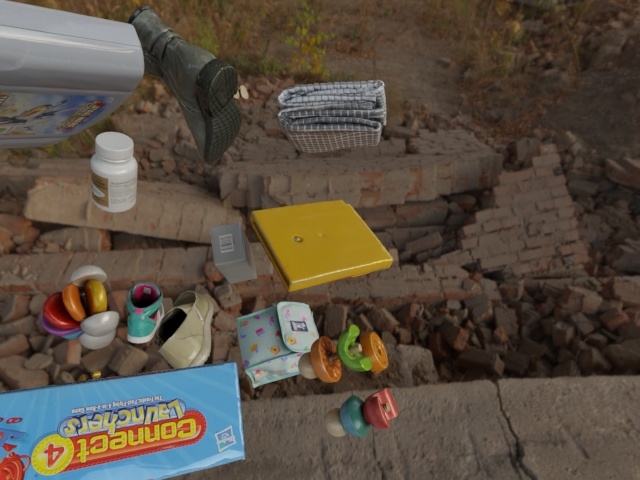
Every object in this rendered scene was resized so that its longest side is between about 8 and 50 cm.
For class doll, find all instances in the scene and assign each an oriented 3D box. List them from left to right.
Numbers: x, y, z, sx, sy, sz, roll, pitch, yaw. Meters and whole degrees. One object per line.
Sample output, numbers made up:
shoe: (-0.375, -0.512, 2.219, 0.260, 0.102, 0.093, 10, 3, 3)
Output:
doll: (-0.307, -0.404, 1.219, 0.188, 0.046, 0.129, -14, 6, 36)

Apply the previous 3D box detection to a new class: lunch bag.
lunch bag: (-0.134, 0.337, 1.392, 0.262, 0.160, 0.223, -18, 43, -4)

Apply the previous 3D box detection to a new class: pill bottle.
pill bottle: (-0.643, -0.212, 1.287, 0.131, 0.229, 0.131, 14, 40, -12)

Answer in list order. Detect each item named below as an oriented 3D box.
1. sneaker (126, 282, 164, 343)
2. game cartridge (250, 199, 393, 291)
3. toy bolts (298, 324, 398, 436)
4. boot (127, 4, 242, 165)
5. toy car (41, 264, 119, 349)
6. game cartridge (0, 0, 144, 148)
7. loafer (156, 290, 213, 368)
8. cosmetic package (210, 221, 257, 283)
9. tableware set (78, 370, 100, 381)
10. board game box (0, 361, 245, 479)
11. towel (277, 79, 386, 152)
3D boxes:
sneaker: (-0.647, 0.232, 1.535, 0.123, 0.179, 0.295, 7, 16, -15)
game cartridge: (0.000, 0.000, 1.166, 0.323, 0.053, 0.285, -9, 47, -29)
toy bolts: (0.066, 0.329, 0.953, 0.158, 0.218, 0.229, -26, 71, 20)
boot: (-0.211, -0.236, 0.656, 0.161, 0.246, 0.083, 38, 66, 3)
toy car: (-0.534, 0.156, 0.908, 0.136, 0.182, 0.159, -13, 65, -38)
game cartridge: (-0.336, -0.160, 0.455, 0.297, 0.062, 0.198, -11, 3, 38)
loafer: (-0.290, 0.173, 0.878, 0.102, 0.092, 0.268, -46, 27, 0)
cosmetic package: (-0.275, 0.047, 1.325, 0.107, 0.238, 0.127, -12, 73, -2)
tableware set: (-0.731, 0.463, 1.291, 0.024, 0.154, 0.104, 20, 32, -47)
board game box: (-0.270, 0.206, 0.424, 0.301, 0.308, 0.086, 1, 68, -28)
towel: (0.039, -0.320, 1.122, 0.283, 0.235, 0.122, 0, 85, 7)
